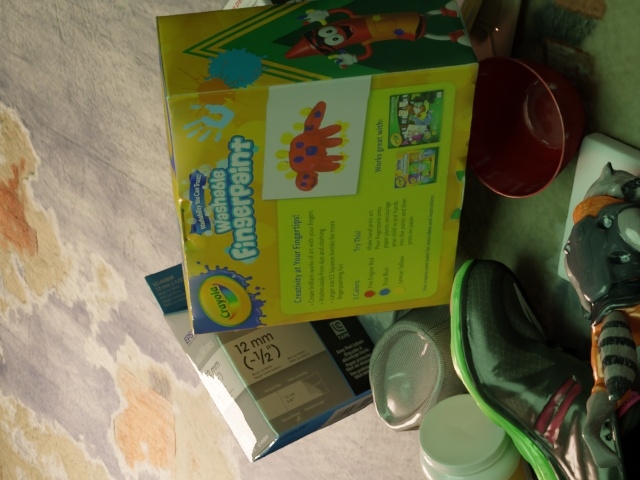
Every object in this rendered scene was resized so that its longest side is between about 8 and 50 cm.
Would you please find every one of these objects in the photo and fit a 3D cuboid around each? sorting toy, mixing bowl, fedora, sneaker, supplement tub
[{"bbox_3d":[0.188,-0.306,1.820,0.193,0.038,0.208,35,127,36],"label":"sorting toy"},{"bbox_3d":[0.266,-0.153,1.739,0.181,0.098,0.181,26,126,42],"label":"mixing bowl"},{"bbox_3d":[0.155,0.196,2.017,0.244,0.124,0.275,51,139,23],"label":"fedora"},{"bbox_3d":[0.340,0.219,1.797,0.202,0.185,0.483,-38,79,33],"label":"sneaker"},{"bbox_3d":[0.220,0.323,1.930,0.144,0.144,0.200,28,153,40],"label":"supplement tub"}]

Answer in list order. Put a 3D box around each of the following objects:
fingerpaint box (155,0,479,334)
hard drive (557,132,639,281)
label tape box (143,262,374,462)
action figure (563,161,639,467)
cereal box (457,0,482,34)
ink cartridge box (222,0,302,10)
[{"bbox_3d":[-0.009,-0.094,1.785,0.445,0.371,0.163,89,172,-48],"label":"fingerpaint box"},{"bbox_3d":[0.431,0.018,1.664,0.307,0.040,0.203,32,129,39],"label":"hard drive"},{"bbox_3d":[-0.082,0.141,2.177,0.348,0.249,0.115,59,142,13],"label":"label tape box"},{"bbox_3d":[0.374,0.040,1.533,0.341,0.178,0.330,-48,36,40],"label":"action figure"},{"bbox_3d":[0.115,-0.359,1.817,0.240,0.047,0.173,45,133,31],"label":"cereal box"},{"bbox_3d":[-0.071,-0.307,2.101,0.175,0.072,0.127,60,142,11],"label":"ink cartridge box"}]
